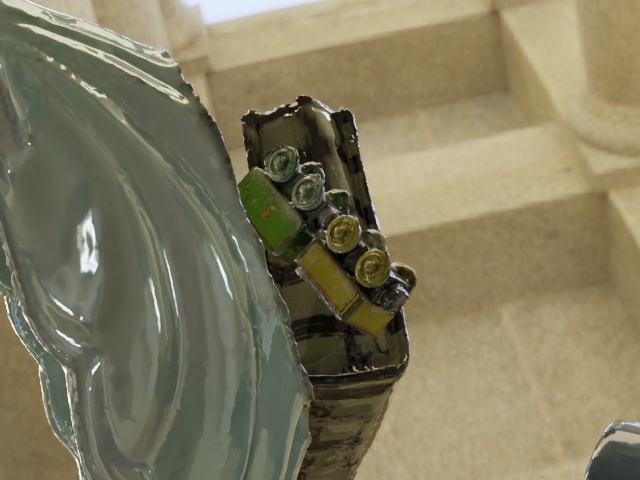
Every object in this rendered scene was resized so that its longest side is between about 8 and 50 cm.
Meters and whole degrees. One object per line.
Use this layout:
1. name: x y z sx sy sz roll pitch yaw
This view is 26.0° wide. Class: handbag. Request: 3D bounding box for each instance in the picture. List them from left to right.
1. handbag: -0.020 0.073 1.446 0.163 0.325 0.327 -3 -120 -11

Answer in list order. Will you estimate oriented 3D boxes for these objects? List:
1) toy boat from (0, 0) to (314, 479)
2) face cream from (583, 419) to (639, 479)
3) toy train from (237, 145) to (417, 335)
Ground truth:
1. toy boat: -0.074 0.030 0.524 0.100 0.290 0.199 -26 -143 -14
2. face cream: 0.293 0.152 0.541 0.385 0.086 0.135 13 -98 24
3. toy train: 0.000 0.000 1.136 0.081 0.060 0.202 -48 -129 10
